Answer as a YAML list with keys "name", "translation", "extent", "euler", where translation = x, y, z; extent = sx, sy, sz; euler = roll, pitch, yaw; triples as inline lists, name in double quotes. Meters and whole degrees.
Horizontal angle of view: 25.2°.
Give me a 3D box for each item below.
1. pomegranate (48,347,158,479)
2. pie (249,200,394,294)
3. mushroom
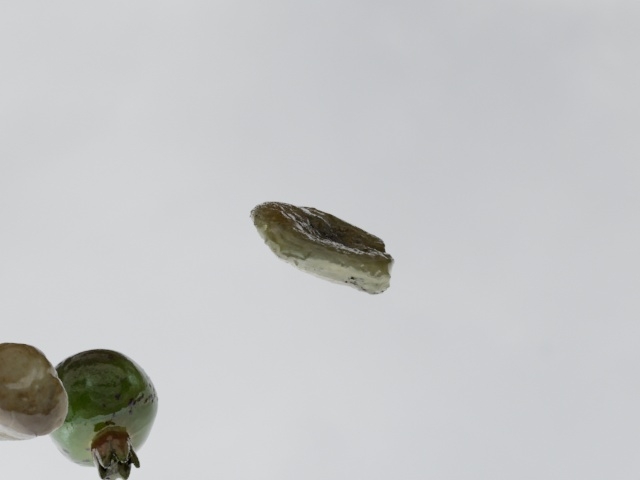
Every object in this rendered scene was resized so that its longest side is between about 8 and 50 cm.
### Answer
- name: "pomegranate"
  translation: [-0.282, 0.231, 1.841]
  extent: [0.159, 0.159, 0.205]
  euler: [-11, -142, -14]
- name: "pie"
  translation: [-0.001, 0.003, 1.736]
  extent: [0.185, 0.052, 0.218]
  euler: [18, -166, -13]
- name: "mushroom"
  translation: [-0.364, 0.183, 1.540]
  extent: [0.095, 0.123, 0.351]
  euler: [-43, -175, -29]
